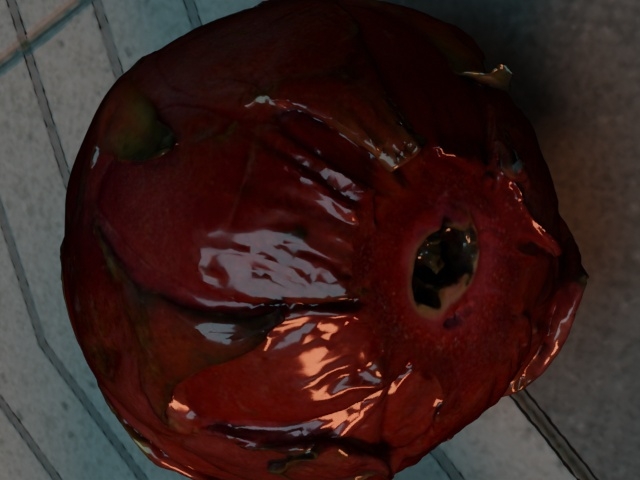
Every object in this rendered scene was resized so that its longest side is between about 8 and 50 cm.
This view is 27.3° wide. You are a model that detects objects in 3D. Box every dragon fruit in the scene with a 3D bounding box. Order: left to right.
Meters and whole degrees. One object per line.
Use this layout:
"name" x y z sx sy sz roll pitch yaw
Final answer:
"dragon fruit" -0.008 0.003 0.608 0.241 0.252 0.240 -1 100 -5
